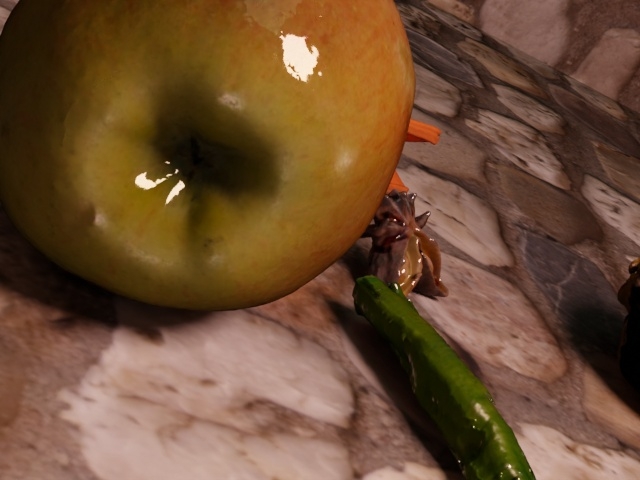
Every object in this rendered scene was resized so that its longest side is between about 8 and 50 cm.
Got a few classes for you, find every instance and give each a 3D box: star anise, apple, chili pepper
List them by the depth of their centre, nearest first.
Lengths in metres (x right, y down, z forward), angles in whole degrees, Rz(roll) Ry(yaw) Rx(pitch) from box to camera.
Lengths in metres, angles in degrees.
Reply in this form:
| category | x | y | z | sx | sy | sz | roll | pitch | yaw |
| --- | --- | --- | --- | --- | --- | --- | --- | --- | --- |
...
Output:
| category | x | y | z | sx | sy | sz | roll | pitch | yaw |
| --- | --- | --- | --- | --- | --- | --- | --- | --- | --- |
| apple | -0.094 | -0.109 | 0.935 | 0.338 | 0.338 | 0.305 | 29 | 25 | -1 |
| chili pepper | 0.106 | 0.143 | 0.987 | 0.085 | 0.076 | 0.359 | 46 | 10 | -33 |
| star anise | 0.000 | 0.000 | 1.237 | 0.227 | 0.218 | 0.148 | -4 | 42 | 30 |

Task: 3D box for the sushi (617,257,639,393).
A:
| category | x | y | z | sx | sy | sz | roll | pitch | yaw |
| --- | --- | --- | --- | --- | --- | --- | --- | --- | --- |
| sushi | 0.415 | 0.089 | 1.307 | 0.213 | 0.200 | 0.204 | 15 | 18 | -45 |

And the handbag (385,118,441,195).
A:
| category | x | y | z | sx | sy | sz | roll | pitch | yaw |
| --- | --- | --- | --- | --- | --- | --- | --- | --- | --- |
| handbag | -0.084 | -0.199 | 1.408 | 0.303 | 0.116 | 0.410 | 15 | 20 | -41 |
